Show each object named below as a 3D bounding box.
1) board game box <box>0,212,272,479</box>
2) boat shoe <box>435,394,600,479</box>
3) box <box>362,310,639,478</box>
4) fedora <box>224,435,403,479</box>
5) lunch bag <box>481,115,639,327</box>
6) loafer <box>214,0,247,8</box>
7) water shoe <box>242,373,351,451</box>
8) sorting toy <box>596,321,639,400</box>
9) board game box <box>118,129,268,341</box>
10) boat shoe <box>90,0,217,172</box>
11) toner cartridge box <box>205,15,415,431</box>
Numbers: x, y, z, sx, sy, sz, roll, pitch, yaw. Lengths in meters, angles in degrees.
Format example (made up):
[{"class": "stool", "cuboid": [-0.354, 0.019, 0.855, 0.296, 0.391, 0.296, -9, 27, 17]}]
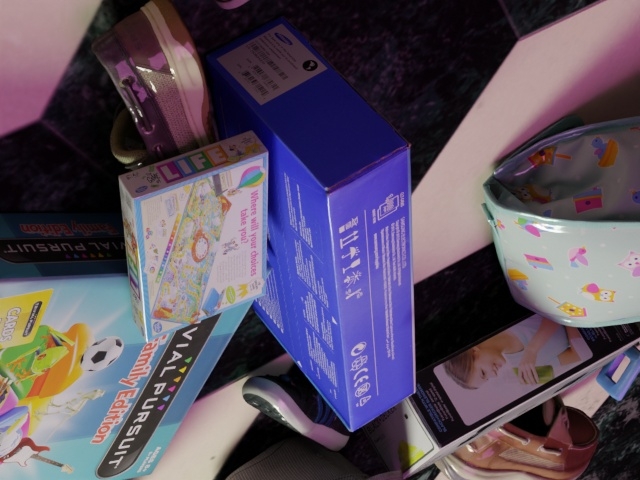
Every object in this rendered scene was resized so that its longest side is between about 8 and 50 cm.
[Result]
[{"class": "board game box", "cuboid": [-0.231, 0.097, 1.061, 0.336, 0.079, 0.254, -2, 132, -45]}, {"class": "boat shoe", "cuboid": [0.269, 0.241, 1.729, 0.324, 0.123, 0.116, 3, 127, -50]}, {"class": "box", "cuboid": [0.201, 0.158, 1.535, 0.290, 0.087, 0.169, -24, 166, -24]}, {"class": "fedora", "cuboid": [-0.035, 0.300, 1.475, 0.243, 0.124, 0.275, -52, 154, 23]}, {"class": "lunch bag", "cuboid": [0.305, -0.019, 1.397, 0.262, 0.160, 0.223, -7, 150, 11]}, {"class": "loafer", "cuboid": [-0.030, -0.209, 0.924, 0.125, 0.045, 0.039, -40, 142, 6]}, {"class": "water shoe", "cuboid": [-0.016, 0.155, 1.388, 0.080, 0.073, 0.203, -60, 153, -8]}, {"class": "sorting toy", "cuboid": [0.410, 0.024, 1.572, 0.047, 0.196, 0.347, 28, 113, -15]}, {"class": "board game box", "cuboid": [-0.089, -0.001, 0.986, 0.103, 0.026, 0.154, -20, 141, -21]}, {"class": "boat shoe", "cuboid": [-0.116, -0.080, 0.970, 0.073, 0.080, 0.223, -20, 146, -10]}, {"class": "toner cartridge box", "cuboid": [0.000, 0.000, 1.101, 0.075, 0.165, 0.348, -30, 148, -16]}]
